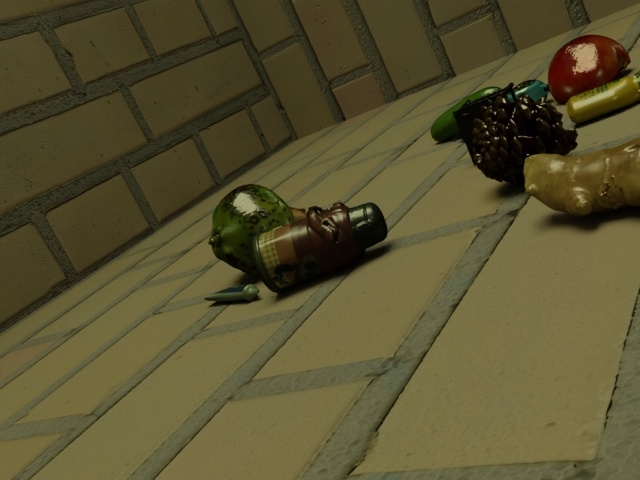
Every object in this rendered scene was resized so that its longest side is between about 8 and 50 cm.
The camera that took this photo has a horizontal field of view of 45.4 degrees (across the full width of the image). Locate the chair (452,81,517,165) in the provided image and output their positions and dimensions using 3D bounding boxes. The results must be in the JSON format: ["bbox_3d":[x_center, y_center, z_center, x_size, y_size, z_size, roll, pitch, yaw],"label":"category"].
[{"bbox_3d":[0.404,-0.265,1.802,0.141,0.154,0.260,-20,12,28],"label":"chair"}]

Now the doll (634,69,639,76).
[{"bbox_3d":[0.795,-0.409,1.829,0.061,0.051,0.093,1,13,-10],"label":"doll"}]

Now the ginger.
[{"bbox_3d":[0.482,-0.096,1.110,0.348,0.122,0.363,-24,19,17],"label":"ginger"}]

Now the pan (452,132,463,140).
[{"bbox_3d":[0.410,-0.294,2.163,0.115,0.023,0.068,-32,15,-36],"label":"pan"}]

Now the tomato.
[{"bbox_3d":[0.704,-0.472,2.052,0.200,0.139,0.233,-23,12,41],"label":"tomato"}]

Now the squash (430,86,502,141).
[{"bbox_3d":[0.417,-0.362,2.221,0.082,0.082,0.292,-37,4,-39],"label":"squash"}]

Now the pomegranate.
[{"bbox_3d":[-0.132,-0.013,1.821,0.222,0.276,0.204,25,89,49],"label":"pomegranate"}]

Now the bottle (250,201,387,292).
[{"bbox_3d":[0.000,0.000,1.542,0.271,0.143,0.156,-22,14,13],"label":"bottle"}]

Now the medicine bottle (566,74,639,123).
[{"bbox_3d":[0.685,-0.334,1.711,0.260,0.064,0.095,-20,16,26],"label":"medicine bottle"}]

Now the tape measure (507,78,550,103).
[{"bbox_3d":[0.577,-0.406,2.160,0.146,0.081,0.125,-28,10,-2],"label":"tape measure"}]

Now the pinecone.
[{"bbox_3d":[0.402,-0.200,1.508,0.204,0.179,0.184,-10,35,-3],"label":"pinecone"}]

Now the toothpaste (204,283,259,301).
[{"bbox_3d":[-0.189,0.118,1.680,0.057,0.035,0.197,-16,3,-36],"label":"toothpaste"}]
